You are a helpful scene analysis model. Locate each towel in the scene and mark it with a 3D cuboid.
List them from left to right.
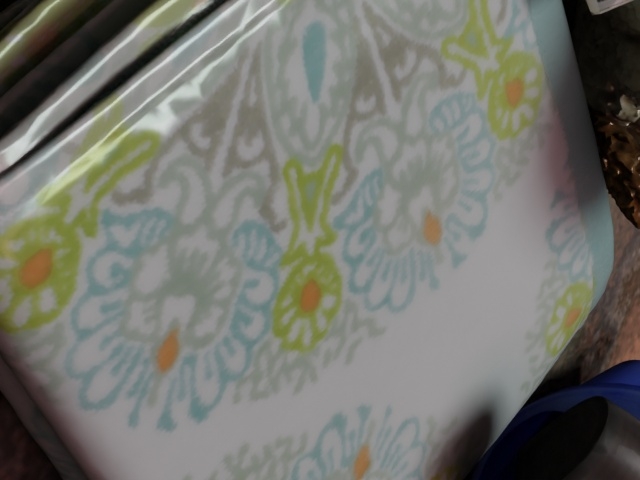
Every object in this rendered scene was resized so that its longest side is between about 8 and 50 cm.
[{"bbox_3d":[0.000,0.000,0.626,0.320,0.090,0.374,-45,134,-24],"label":"towel"}]

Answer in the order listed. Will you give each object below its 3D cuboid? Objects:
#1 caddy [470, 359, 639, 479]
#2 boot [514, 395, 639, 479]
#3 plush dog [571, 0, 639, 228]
[{"bbox_3d":[0.215,0.238,0.845,0.179,0.241,0.341,-24,115,-48],"label":"caddy"},{"bbox_3d":[0.170,0.237,0.736,0.264,0.280,0.096,-45,-170,29],"label":"boot"},{"bbox_3d":[0.200,-0.133,0.722,0.262,0.210,0.225,-60,177,-13],"label":"plush dog"}]
